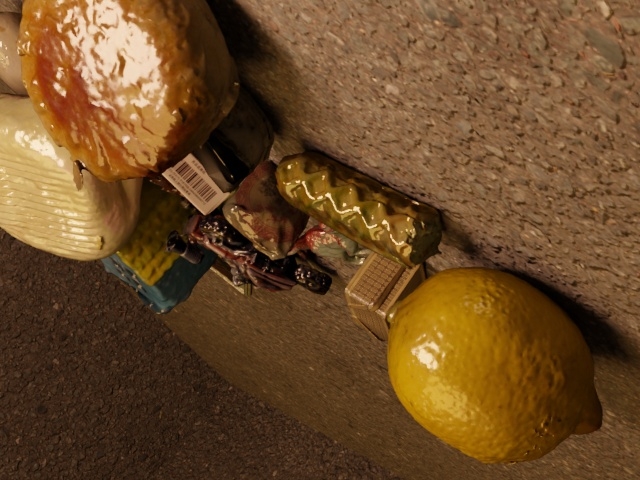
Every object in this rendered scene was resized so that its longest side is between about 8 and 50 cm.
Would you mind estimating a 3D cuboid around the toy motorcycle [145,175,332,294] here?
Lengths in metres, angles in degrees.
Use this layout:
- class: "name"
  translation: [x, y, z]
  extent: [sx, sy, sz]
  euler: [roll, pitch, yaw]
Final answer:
- class: "toy motorcycle"
  translation: [-0.174, 0.001, 1.966]
  extent: [0.401, 0.134, 0.207]
  euler: [28, 165, -26]

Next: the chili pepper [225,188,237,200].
- class: "chili pepper"
  translation: [-0.228, -0.136, 1.929]
  extent: [0.208, 0.043, 0.049]
  euler: [38, -158, 14]

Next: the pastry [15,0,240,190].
- class: "pastry"
  translation: [-0.262, -0.229, 1.361]
  extent: [0.329, 0.136, 0.330]
  euler: [16, 124, 25]

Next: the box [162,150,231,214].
- class: "box"
  translation: [-0.294, -0.210, 1.680]
  extent: [0.353, 0.069, 0.214]
  euler: [48, -175, -28]

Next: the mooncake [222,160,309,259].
- class: "mooncake"
  translation: [-0.081, -0.049, 1.686]
  extent: [0.130, 0.125, 0.073]
  euler: [39, 146, -13]

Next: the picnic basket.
- class: "picnic basket"
  translation: [0.107, 0.085, 1.670]
  extent: [0.079, 0.115, 0.164]
  euler: [29, 163, 20]

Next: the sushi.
- class: "sushi"
  translation: [-0.166, -0.208, 1.507]
  extent: [0.273, 0.109, 0.134]
  euler: [55, 166, -7]

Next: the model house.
- class: "model house"
  translation: [-0.330, -0.029, 2.078]
  extent: [0.215, 0.237, 0.303]
  euler: [34, 163, 16]

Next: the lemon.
- class: "lemon"
  translation: [0.232, 0.169, 1.415]
  extent: [0.320, 0.245, 0.245]
  euler: [30, 164, 4]

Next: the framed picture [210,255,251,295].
- class: "framed picture"
  translation: [-0.277, 0.032, 2.538]
  extent: [0.273, 0.016, 0.216]
  euler: [36, 164, 8]

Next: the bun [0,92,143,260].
- class: "bun"
  translation: [-0.456, -0.129, 1.824]
  extent: [0.361, 0.213, 0.361]
  euler: [17, 137, 17]

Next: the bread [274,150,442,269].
- class: "bread"
  translation: [0.047, -0.050, 1.479]
  extent: [0.269, 0.098, 0.087]
  euler: [28, 120, 29]

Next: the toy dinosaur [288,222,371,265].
- class: "toy dinosaur"
  translation: [0.000, 0.000, 1.701]
  extent: [0.242, 0.053, 0.167]
  euler: [-2, 165, 45]

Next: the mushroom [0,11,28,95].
- class: "mushroom"
  translation: [-0.478, -0.286, 1.893]
  extent: [0.350, 0.128, 0.128]
  euler: [42, 164, -28]
